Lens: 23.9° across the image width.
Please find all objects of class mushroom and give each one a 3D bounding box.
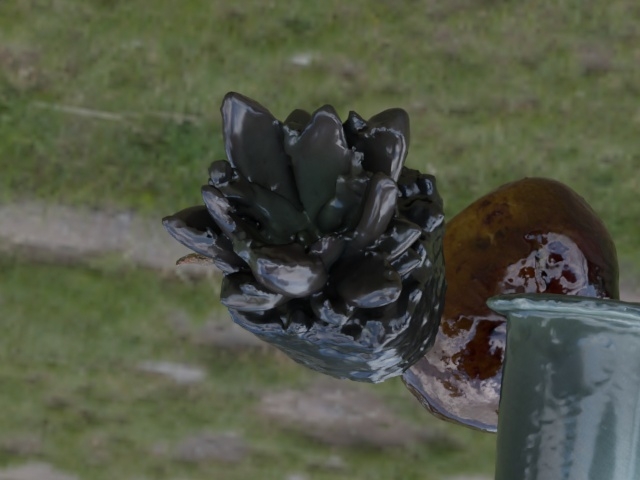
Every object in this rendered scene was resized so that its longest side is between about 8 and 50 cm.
[{"bbox_3d":[0.251,0.090,1.970,0.345,0.345,0.259,12,-169,-18],"label":"mushroom"}]

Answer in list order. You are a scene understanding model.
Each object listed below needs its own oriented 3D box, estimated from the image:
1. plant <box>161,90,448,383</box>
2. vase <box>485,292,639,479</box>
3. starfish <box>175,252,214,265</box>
[{"bbox_3d":[0.000,0.000,1.244,0.194,0.182,0.321,7,157,15],"label":"plant"},{"bbox_3d":[0.276,0.213,1.577,0.245,0.291,0.245,8,174,1],"label":"vase"},{"bbox_3d":[-0.102,-0.006,1.689,0.133,0.041,0.130,8,129,-30],"label":"starfish"}]
